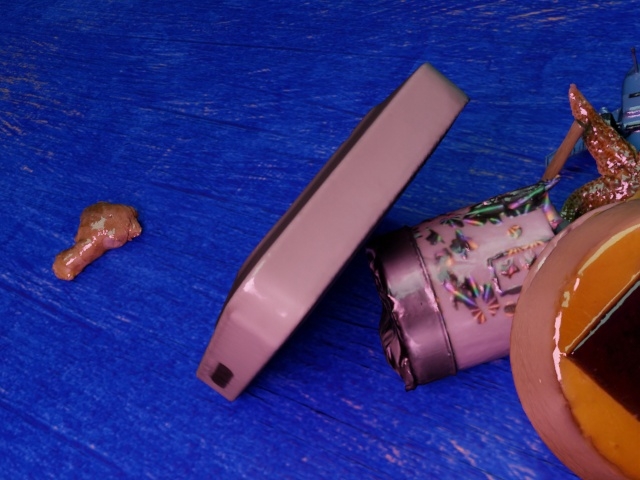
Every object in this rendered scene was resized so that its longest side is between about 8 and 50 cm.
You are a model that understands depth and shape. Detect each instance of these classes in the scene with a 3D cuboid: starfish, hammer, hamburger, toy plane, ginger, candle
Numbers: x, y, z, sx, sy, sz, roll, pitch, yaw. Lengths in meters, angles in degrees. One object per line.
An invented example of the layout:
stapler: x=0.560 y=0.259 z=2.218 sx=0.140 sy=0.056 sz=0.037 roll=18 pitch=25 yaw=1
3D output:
starfish: x=0.382 y=-0.069 z=0.971 sx=0.235 sy=0.062 sz=0.277 roll=-23 pitch=75 yaw=24
hammer: x=0.276 y=-0.062 z=1.011 sx=0.013 sy=0.199 sz=0.062 roll=4 pitch=41 yaw=-21
hamburger: x=0.326 y=0.098 z=0.768 sx=0.300 sy=0.300 sz=0.176 roll=-26 pitch=0 yaw=-2
toy plane: x=0.426 y=-0.155 z=1.087 sx=0.254 sy=0.105 sz=0.271 roll=-8 pitch=49 yaw=26
ginger: x=-0.373 y=-0.010 z=1.328 sx=0.165 sy=0.067 sz=0.096 roll=-34 pitch=65 yaw=-10
candle: x=0.214 y=0.037 z=0.932 sx=0.330 sy=0.187 sz=0.187 roll=-19 pitch=43 yaw=3

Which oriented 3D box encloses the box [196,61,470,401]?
box: x=0.000 y=0.000 z=0.962 sx=0.090 sy=0.367 sz=0.373 roll=37 pitch=64 yaw=1
